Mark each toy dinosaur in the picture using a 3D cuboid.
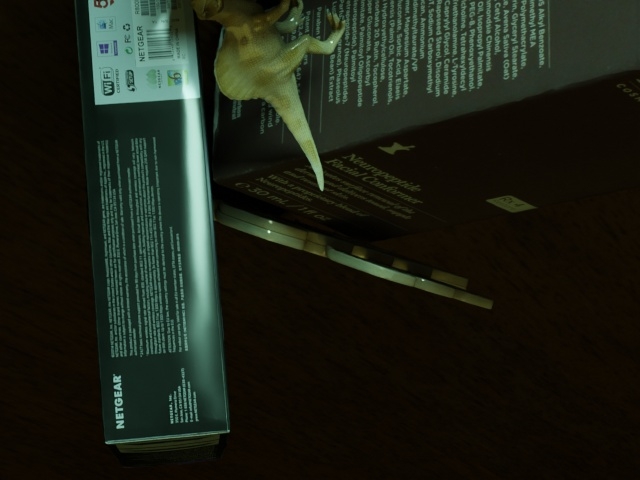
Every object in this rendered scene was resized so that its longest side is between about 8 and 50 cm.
[{"bbox_3d":[-0.031,-0.124,0.989,0.093,0.053,0.183,-50,133,-16],"label":"toy dinosaur"}]

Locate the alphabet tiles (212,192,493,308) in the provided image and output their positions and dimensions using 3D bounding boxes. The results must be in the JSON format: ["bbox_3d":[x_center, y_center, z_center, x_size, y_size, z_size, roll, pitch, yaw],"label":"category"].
[{"bbox_3d":[0.000,0.000,1.271,0.278,0.021,0.284,19,-178,41],"label":"alphabet tiles"}]

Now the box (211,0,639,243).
[{"bbox_3d":[0.124,-0.110,1.062,0.381,0.143,0.191,-14,156,39],"label":"box"}]

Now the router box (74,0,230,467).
[{"bbox_3d":[-0.115,-0.005,1.034,0.081,0.309,0.243,-4,168,-5],"label":"router box"}]
